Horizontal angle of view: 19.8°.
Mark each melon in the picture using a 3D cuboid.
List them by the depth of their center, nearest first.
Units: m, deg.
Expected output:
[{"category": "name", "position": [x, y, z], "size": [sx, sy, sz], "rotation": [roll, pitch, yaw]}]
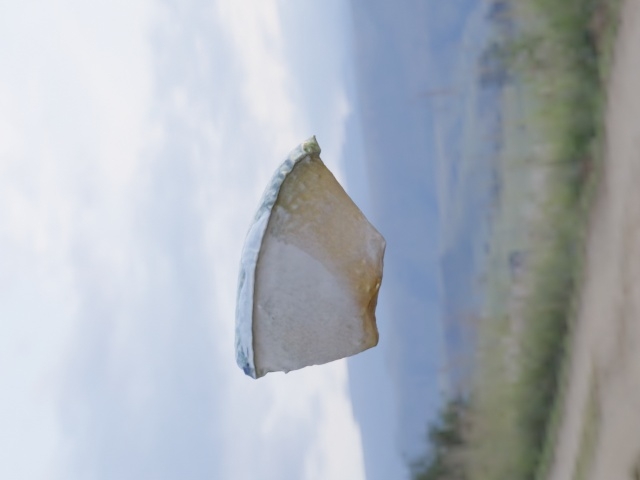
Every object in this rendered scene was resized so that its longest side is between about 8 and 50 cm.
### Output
[{"category": "melon", "position": [-0.004, -0.004, 1.169], "size": [0.202, 0.093, 0.139], "rotation": [-80, -7, -60]}]
